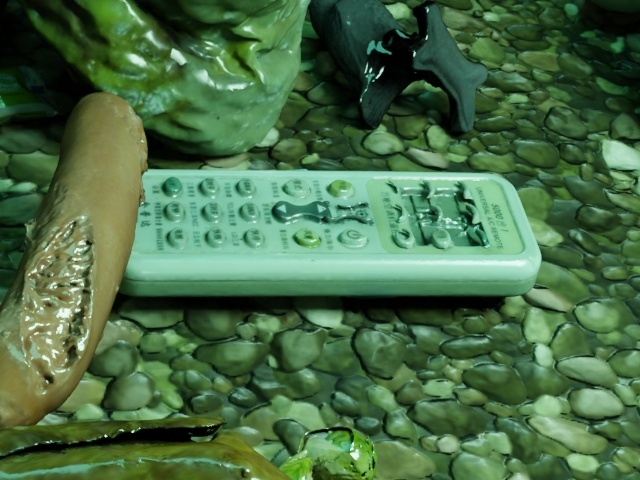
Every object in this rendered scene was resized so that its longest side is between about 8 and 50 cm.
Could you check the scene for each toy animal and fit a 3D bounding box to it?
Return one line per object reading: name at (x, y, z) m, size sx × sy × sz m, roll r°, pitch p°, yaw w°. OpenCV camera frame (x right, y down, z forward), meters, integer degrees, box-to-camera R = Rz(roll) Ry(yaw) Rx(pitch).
toy animal at (0.047, -0.166, 1.392) m, size 0.210 × 0.121 × 0.117 m, roll 26°, pitch 84°, yaw 46°

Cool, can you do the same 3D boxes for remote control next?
remote control at (0.000, 0.000, 1.162) m, size 0.335 × 0.065 × 0.128 m, roll 0°, pitch 37°, yaw -10°

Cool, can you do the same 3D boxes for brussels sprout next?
brussels sprout at (-0.003, 0.154, 0.981) m, size 0.083 × 0.046 × 0.051 m, roll -22°, pitch 41°, yaw -32°

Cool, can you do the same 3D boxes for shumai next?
shumai at (-0.088, -0.263, 1.238) m, size 0.309 × 0.263 × 0.304 m, roll 32°, pitch 46°, yaw -28°

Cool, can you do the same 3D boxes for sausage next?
sausage at (-0.172, 0.004, 1.028) m, size 0.079 × 0.087 × 0.326 m, roll 43°, pitch 32°, yaw -25°

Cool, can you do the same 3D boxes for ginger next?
ginger at (-0.141, 0.170, 0.894) m, size 0.309 × 0.107 × 0.133 m, roll 2°, pitch 61°, yaw -10°

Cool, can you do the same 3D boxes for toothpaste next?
toothpaste at (-0.345, -0.107, 1.254) m, size 0.248 × 0.046 × 0.078 m, roll -16°, pitch 48°, yaw -31°

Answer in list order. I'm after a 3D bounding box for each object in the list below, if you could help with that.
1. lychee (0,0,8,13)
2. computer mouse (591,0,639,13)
lychee at (-0.389, -0.276, 1.318) m, size 0.271 × 0.271 × 0.271 m, roll 5°, pitch 38°, yaw -4°
computer mouse at (0.327, -0.283, 1.590) m, size 0.089 × 0.056 × 0.181 m, roll 13°, pitch 32°, yaw 9°
